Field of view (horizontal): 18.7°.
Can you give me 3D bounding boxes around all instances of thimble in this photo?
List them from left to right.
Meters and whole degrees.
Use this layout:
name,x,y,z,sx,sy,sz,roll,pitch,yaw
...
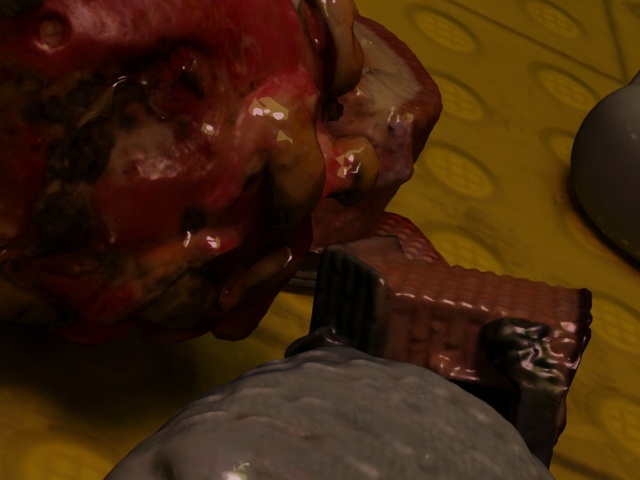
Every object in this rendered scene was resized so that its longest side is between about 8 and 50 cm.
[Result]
name,x,y,z,sx,sy,sz,roll,pitch,yaw
thimble,0.008,0.178,0.849,0.250,0.205,0.172,61,29,-2

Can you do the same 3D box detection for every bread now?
name,x,y,z,sx,sy,sz,roll,pitch,yaw
bread,-0.021,-0.093,1.317,0.190,0.123,0.244,10,28,-38

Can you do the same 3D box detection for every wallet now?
name,x,y,z,sx,sy,sz,roll,pitch,yaw
wallet,0.000,0.000,1.321,0.196,0.020,0.103,9,30,-32

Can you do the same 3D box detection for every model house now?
name,x,y,z,sx,sy,sz,roll,pitch,yaw
model house,0.039,0.100,1.000,0.172,0.183,0.166,13,13,8

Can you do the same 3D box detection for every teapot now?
name,x,y,z,sx,sy,sz,roll,pitch,yaw
teapot,0.302,-0.054,1.584,0.193,0.129,0.294,15,32,-26

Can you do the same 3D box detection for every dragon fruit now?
name,x,y,z,sx,sy,sz,roll,pitch,yaw
dragon fruit,-0.095,-0.078,1.082,0.263,0.296,0.314,33,36,-3
